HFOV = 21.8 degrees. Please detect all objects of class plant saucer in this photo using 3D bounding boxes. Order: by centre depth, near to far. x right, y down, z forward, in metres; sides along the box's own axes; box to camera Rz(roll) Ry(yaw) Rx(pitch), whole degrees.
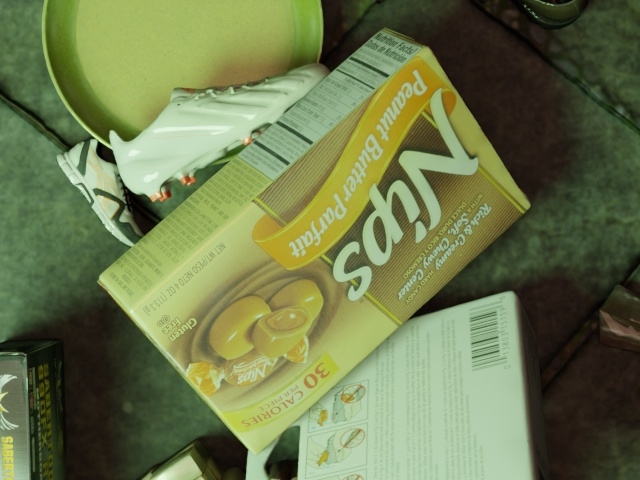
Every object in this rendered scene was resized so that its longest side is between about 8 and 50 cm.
[{"bbox_3d":[-0.118,-0.181,1.432,0.241,0.037,0.241,0,89,-1],"label":"plant saucer"}]

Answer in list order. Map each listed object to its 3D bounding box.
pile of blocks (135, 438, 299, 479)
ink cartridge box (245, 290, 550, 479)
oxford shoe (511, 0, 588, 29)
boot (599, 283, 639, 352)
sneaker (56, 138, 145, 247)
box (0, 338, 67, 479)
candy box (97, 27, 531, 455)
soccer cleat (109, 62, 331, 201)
[{"bbox_3d":[0.006,0.249,1.390,0.362,0.112,0.149,1,93,2],"label":"pile of blocks"},{"bbox_3d":[0.060,0.176,1.331,0.239,0.275,0.060,-17,126,15],"label":"ink cartridge box"},{"bbox_3d":[0.144,-0.276,1.407,0.227,0.096,0.083,40,91,1],"label":"oxford shoe"},{"bbox_3d":[0.285,0.103,1.435,0.114,0.037,0.106,19,77,-4],"label":"boot"},{"bbox_3d":[-0.181,-0.041,1.430,0.044,0.040,0.109,-37,91,-2],"label":"sneaker"},{"bbox_3d":[-0.247,0.200,1.358,0.056,0.183,0.231,-1,89,1],"label":"box"},{"bbox_3d":[0.000,0.000,1.353,0.316,0.087,0.183,-42,122,-8],"label":"candy box"},{"bbox_3d":[-0.084,-0.105,1.383,0.196,0.068,0.076,-30,87,2],"label":"soccer cleat"}]
